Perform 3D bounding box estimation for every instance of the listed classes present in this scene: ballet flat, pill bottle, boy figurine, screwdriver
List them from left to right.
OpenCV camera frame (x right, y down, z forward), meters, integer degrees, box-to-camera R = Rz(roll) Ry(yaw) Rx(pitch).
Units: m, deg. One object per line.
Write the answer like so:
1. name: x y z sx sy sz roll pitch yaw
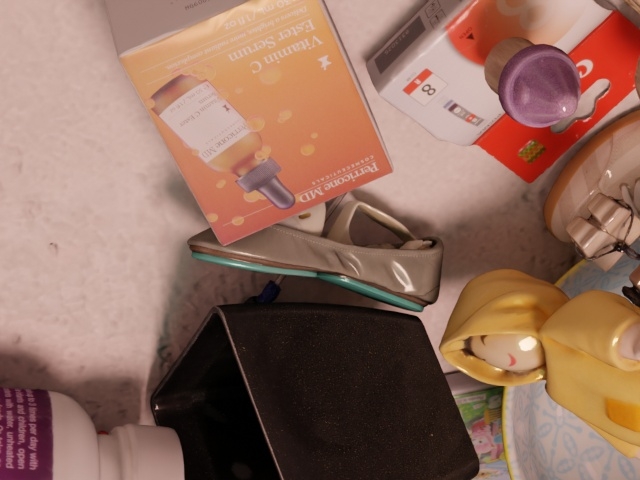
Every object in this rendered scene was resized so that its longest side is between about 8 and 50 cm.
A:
1. pill bottle: -0.255 0.187 1.268 0.301 0.169 0.169 4 126 -15
2. screwdriver: -0.027 0.021 1.306 0.025 0.024 0.170 -2 133 -52
3. ballet flat: 0.000 0.000 1.261 0.213 0.072 0.068 14 88 -36
4. boy figurine: 0.208 0.100 1.222 0.092 0.285 0.177 -51 155 -20

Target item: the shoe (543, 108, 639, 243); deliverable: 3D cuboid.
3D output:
1. shoe: 0.258 -0.063 1.294 0.219 0.058 0.076 -36 129 13

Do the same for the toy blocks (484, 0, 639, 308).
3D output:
1. toy blocks: 0.294 -0.079 1.096 0.288 0.260 0.309 40 95 -27

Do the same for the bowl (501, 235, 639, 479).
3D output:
1. bowl: 0.277 0.140 1.378 0.289 0.290 0.156 -18 172 -1

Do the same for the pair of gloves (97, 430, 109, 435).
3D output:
1. pair of gloves: -0.169 0.235 1.436 0.159 0.023 0.198 -40 127 17

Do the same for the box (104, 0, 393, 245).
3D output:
1. box: -0.045 -0.104 1.154 0.130 0.091 0.170 -24 130 4

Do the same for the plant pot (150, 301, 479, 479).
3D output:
1. plant pot: 0.001 0.148 1.294 0.167 0.188 0.187 -13 159 -27

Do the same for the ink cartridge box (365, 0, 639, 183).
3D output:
1. ink cartridge box: 0.142 -0.115 1.230 0.179 0.045 0.145 34 113 -32

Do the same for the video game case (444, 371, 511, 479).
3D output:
1. video game case: 0.076 0.193 1.470 0.212 0.023 0.193 -10 130 -8
